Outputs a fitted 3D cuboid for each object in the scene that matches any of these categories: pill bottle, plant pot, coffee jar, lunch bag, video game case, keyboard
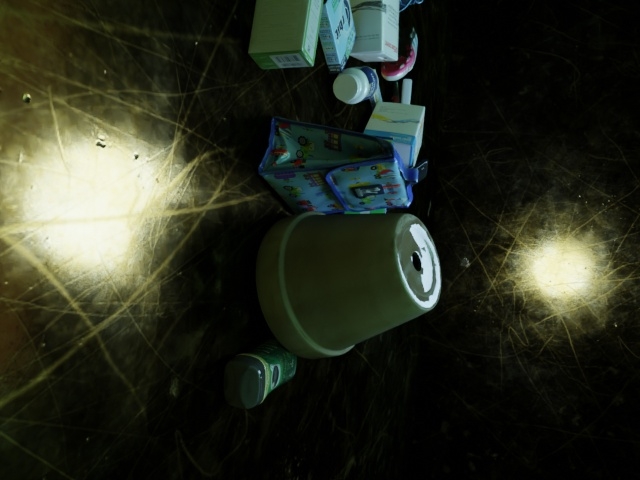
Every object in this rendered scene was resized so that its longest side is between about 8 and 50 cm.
[{"bbox_3d":[0.095,-0.426,1.274,0.169,0.094,0.094,-46,136,-59],"label":"pill bottle"},{"bbox_3d":[0.077,0.069,0.952,0.323,0.280,0.323,24,58,-46],"label":"plant pot"},{"bbox_3d":[-0.116,0.254,0.910,0.184,0.079,0.096,-7,102,-70],"label":"coffee jar"},{"bbox_3d":[0.058,-0.142,0.967,0.221,0.293,0.138,49,50,-62],"label":"lunch bag"},{"bbox_3d":[0.329,-0.440,1.871,0.300,0.036,0.328,-10,104,-83],"label":"video game case"},{"bbox_3d":[0.264,-0.193,1.452,0.180,0.023,0.108,-36,150,-14],"label":"keyboard"}]

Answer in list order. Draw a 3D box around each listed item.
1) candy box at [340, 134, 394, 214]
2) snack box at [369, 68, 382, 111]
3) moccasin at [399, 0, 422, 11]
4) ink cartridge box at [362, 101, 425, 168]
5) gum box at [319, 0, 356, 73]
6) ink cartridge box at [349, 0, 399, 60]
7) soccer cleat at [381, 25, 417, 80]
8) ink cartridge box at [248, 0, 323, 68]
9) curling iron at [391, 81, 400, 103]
[{"bbox_3d":[0.119,-0.106,1.292,0.268,0.122,0.317,26,69,-87],"label":"candy box"},{"bbox_3d":[0.188,-0.497,1.600,0.178,0.022,0.064,62,40,-55],"label":"snack box"},{"bbox_3d":[0.332,-0.953,1.734,0.342,0.117,0.137,-62,149,-46],"label":"moccasin"},{"bbox_3d":[0.241,-0.326,1.548,0.171,0.168,0.232,85,21,-47],"label":"ink cartridge box"},{"bbox_3d":[0.038,-0.548,1.172,0.184,0.041,0.156,66,35,-51],"label":"gum box"},{"bbox_3d":[0.153,-0.668,1.339,0.198,0.115,0.272,-31,124,-64],"label":"ink cartridge box"},{"bbox_3d":[0.308,-0.669,1.741,0.143,0.116,0.331,71,31,-47],"label":"soccer cleat"},{"bbox_3d":[-0.058,-0.428,0.856,0.062,0.109,0.209,24,72,-68],"label":"ink cartridge box"},{"bbox_3d":[0.277,-0.533,1.785,0.035,0.068,0.274,68,29,-48],"label":"curling iron"}]
